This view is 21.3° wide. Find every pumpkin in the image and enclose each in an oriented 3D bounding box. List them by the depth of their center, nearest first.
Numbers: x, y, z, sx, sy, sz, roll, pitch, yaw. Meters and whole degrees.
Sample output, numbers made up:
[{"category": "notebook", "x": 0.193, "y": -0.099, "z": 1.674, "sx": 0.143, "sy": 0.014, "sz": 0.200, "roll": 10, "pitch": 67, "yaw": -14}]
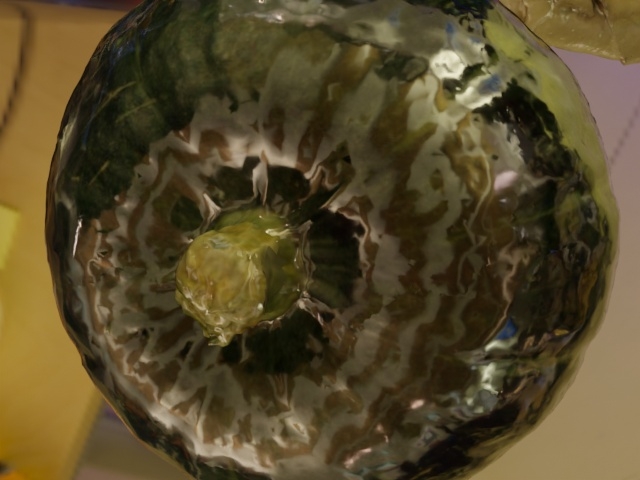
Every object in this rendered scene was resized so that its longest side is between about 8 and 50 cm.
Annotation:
[{"category": "pumpkin", "x": 0.002, "y": -0.001, "z": 0.487, "sx": 0.167, "sy": 0.125, "sz": 0.167, "roll": 0, "pitch": 107, "yaw": 0}]

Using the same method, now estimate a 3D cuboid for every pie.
[{"category": "pie", "x": 0.208, "y": -0.172, "z": 1.064, "sx": 0.068, "sy": 0.282, "sz": 0.128, "roll": -11, "pitch": 83, "yaw": 50}]
